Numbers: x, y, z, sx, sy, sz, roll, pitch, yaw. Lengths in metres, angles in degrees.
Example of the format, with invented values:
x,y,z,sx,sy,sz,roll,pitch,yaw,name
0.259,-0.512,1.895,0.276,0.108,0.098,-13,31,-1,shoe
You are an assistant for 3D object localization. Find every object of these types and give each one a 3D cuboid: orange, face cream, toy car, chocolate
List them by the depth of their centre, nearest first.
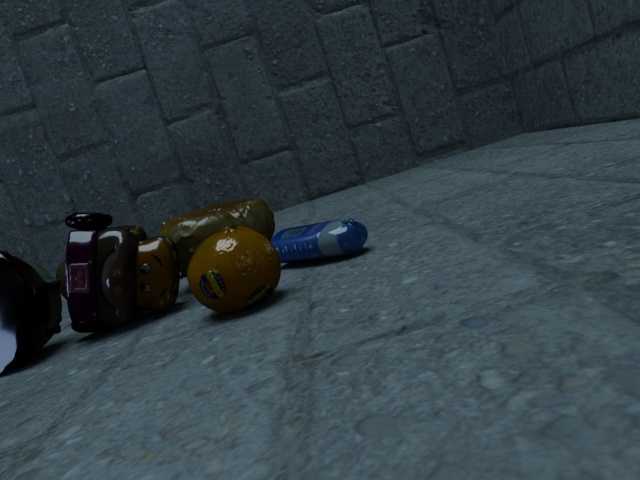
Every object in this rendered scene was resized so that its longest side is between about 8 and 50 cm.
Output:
x,y,z,sx,sy,sz,roll,pitch,yaw,name
-0.161,0.055,1.035,0.177,0.155,0.177,-30,3,2,orange
-0.686,0.149,1.208,0.283,0.284,0.186,-16,-7,14,chocolate
0.000,0.000,1.273,0.149,0.083,0.263,-26,11,-40,face cream
-0.449,0.068,1.287,0.240,0.272,0.340,-1,4,-12,toy car

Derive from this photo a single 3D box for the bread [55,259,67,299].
x,y,z,sx,sy,sz,roll,pitch,yaw,name
-0.606,0.110,1.526,0.229,0.123,0.230,-20,-23,-9,bread

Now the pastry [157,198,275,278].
x,y,z,sx,sy,sz,roll,pitch,yaw,name
-0.261,0.004,1.451,0.284,0.184,0.315,-1,17,43,pastry
